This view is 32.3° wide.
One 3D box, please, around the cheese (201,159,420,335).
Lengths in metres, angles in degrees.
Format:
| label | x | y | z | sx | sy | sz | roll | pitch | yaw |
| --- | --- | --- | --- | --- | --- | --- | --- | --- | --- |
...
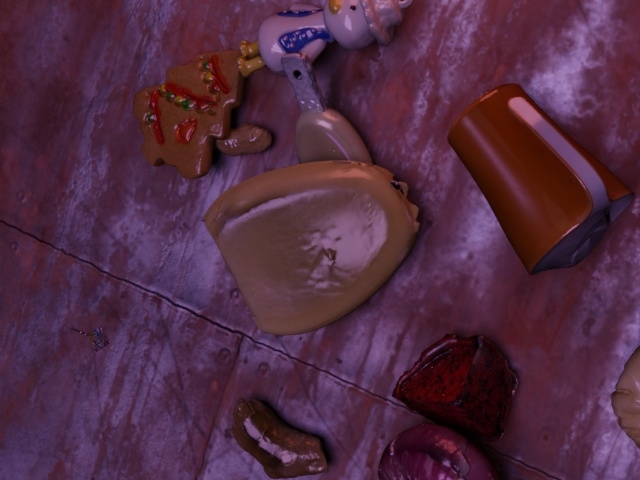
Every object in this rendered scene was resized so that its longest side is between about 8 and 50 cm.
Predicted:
| label | x | y | z | sx | sy | sz | roll | pitch | yaw |
| --- | --- | --- | --- | --- | --- | --- | --- | --- | --- |
| cheese | 0.000 | 0.000 | 1.695 | 0.316 | 0.128 | 0.259 | -23 | 108 | 10 |

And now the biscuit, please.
| label | x | y | z | sx | sy | sz | roll | pitch | yaw |
| --- | --- | --- | --- | --- | --- | --- | --- | --- | --- |
| biscuit | -0.208 | -0.220 | 1.803 | 0.239 | 0.041 | 0.212 | -47 | 58 | 12 |

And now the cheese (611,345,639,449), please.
| label | x | y | z | sx | sy | sz | roll | pitch | yaw |
| --- | --- | --- | --- | --- | --- | --- | --- | --- | --- |
| cheese | 0.530 | 0.222 | 1.548 | 0.226 | 0.117 | 0.214 | -39 | 77 | 14 |

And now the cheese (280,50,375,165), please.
| label | x | y | z | sx | sy | sz | roll | pitch | yaw |
| --- | --- | --- | --- | --- | --- | --- | --- | --- | --- |
| cheese | -0.001 | -0.186 | 1.699 | 0.127 | 0.050 | 0.235 | 5 | 133 | 34 |

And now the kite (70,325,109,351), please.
| label | x | y | z | sx | sy | sz | roll | pitch | yaw |
| --- | --- | --- | --- | --- | --- | --- | --- | --- | --- |
| kite | -0.405 | 0.164 | 1.956 | 0.078 | 0.002 | 0.044 | 39 | 107 | 13 |

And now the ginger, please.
| label | x | y | z | sx | sy | sz | roll | pitch | yaw |
| --- | --- | --- | --- | --- | --- | --- | --- | --- | --- |
| ginger | -0.070 | 0.330 | 1.805 | 0.190 | 0.069 | 0.095 | 36 | 111 | 14 |

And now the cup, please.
| label | x | y | z | sx | sy | sz | roll | pitch | yaw |
| --- | --- | --- | --- | --- | --- | --- | --- | --- | --- |
| cup | 0.308 | -0.096 | 1.556 | 0.182 | 0.226 | 0.264 | -33 | 74 | -13 |

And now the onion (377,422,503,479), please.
| label | x | y | z | sx | sy | sz | roll | pitch | yaw |
| --- | --- | --- | --- | --- | --- | --- | --- | --- | --- |
| onion | 0.203 | 0.371 | 1.668 | 0.230 | 0.163 | 0.230 | 38 | 146 | 32 |

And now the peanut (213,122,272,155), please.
| label | x | y | z | sx | sy | sz | roll | pitch | yaw |
| --- | --- | --- | --- | --- | --- | --- | --- | --- | --- |
| peanut | -0.131 | -0.165 | 1.799 | 0.113 | 0.054 | 0.054 | 0 | 94 | 23 |

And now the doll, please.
| label | x | y | z | sx | sy | sz | roll | pitch | yaw |
| --- | --- | --- | --- | --- | --- | --- | --- | --- | --- |
| doll | 0.005 | -0.326 | 1.697 | 0.293 | 0.119 | 0.138 | -15 | 52 | 23 |

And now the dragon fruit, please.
| label | x | y | z | sx | sy | sz | roll | pitch | yaw |
| --- | --- | --- | --- | --- | --- | --- | --- | --- | --- |
| dragon fruit | 0.208 | 0.226 | 1.693 | 0.161 | 0.120 | 0.127 | -4 | 137 | 45 |

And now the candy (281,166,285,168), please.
| label | x | y | z | sx | sy | sz | roll | pitch | yaw |
| --- | --- | --- | --- | --- | --- | --- | --- | --- | --- |
| candy | -0.090 | -0.025 | 1.801 | 0.060 | 0.060 | 0.201 | 19 | 92 | 19 |
